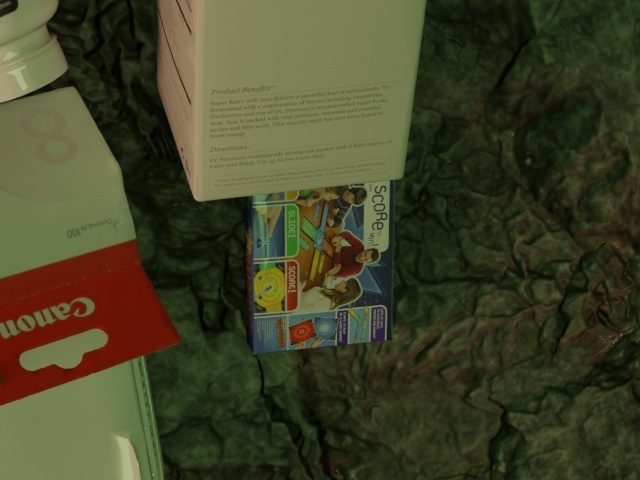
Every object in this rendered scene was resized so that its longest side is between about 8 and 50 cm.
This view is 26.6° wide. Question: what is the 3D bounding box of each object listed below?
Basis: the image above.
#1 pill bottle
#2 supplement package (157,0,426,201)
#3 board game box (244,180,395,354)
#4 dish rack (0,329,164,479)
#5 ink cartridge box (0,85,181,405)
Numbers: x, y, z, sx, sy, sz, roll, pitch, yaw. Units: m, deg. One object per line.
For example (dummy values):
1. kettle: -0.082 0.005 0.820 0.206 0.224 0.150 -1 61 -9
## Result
1. pill bottle: -0.269 -0.209 1.051 0.108 0.108 0.193 -23 112 -8
2. supplement package: -0.027 -0.203 1.038 0.178 0.175 0.293 -6 131 -14
3. board game box: 0.000 0.000 1.236 0.136 0.035 0.201 -4 108 -15
4. dish rack: -0.266 0.124 1.124 0.286 0.072 0.332 -15 104 -29
5. ink cartridge box: -0.233 -0.001 1.055 0.189 0.232 0.066 -18 151 -29
